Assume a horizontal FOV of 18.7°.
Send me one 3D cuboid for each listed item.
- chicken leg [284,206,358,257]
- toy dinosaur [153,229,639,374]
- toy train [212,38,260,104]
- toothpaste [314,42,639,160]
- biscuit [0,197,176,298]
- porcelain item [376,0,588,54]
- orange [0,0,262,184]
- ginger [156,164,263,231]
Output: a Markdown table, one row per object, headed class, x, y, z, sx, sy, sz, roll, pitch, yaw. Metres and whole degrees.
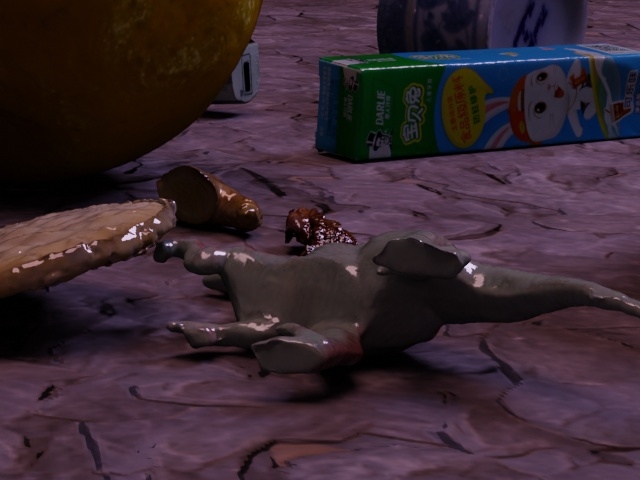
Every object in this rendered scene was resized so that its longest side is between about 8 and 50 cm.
| class | x | y | z | sx | sy | sz | roll | pitch | yaw |
| --- | --- | --- | --- | --- | --- | --- | --- | --- | --- |
| chicken leg | 0.002 | 0.000 | 0.978 | 0.036 | 0.021 | 0.083 | 10 | 15 | -11 |
| toy dinosaur | 0.037 | 0.021 | 0.799 | 0.242 | 0.053 | 0.167 | -3 | 3 | 20 |
| toy train | -0.169 | -0.127 | 1.482 | 0.252 | 0.048 | 0.055 | 1 | 16 | 24 |
| toothpaste | 0.118 | -0.097 | 1.344 | 0.267 | 0.065 | 0.050 | -6 | 18 | -35 |
| biscuit | -0.135 | 0.006 | 0.845 | 0.152 | 0.020 | 0.152 | -14 | 9 | 2 |
| porcelain item | 0.120 | -0.170 | 1.481 | 0.114 | 0.147 | 0.147 | 13 | 16 | 38 |
| orange | -0.174 | -0.159 | 1.139 | 0.279 | 0.279 | 0.235 | 6 | 42 | 17 |
| ginger | -0.066 | -0.023 | 1.053 | 0.048 | 0.030 | 0.097 | 27 | 2 | -29 |
